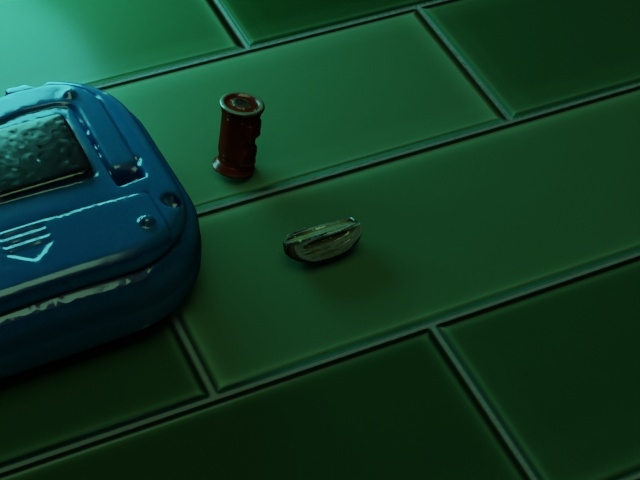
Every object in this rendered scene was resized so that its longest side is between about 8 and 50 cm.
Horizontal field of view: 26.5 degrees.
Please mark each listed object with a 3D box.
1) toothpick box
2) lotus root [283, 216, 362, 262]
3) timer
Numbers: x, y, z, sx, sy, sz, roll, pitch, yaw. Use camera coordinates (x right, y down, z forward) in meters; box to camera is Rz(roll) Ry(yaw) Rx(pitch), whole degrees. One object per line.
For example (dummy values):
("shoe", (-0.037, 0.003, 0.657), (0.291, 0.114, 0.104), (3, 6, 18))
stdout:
("toothpick box", (-0.085, -0.106, 1.400), (0.047, 0.083, 0.047), (7, 36, -5))
("lotus root", (0.000, 0.002, 1.342), (0.083, 0.030, 0.037), (-16, 19, -22))
("timer", (-0.299, -0.017, 1.282), (0.340, 0.115, 0.309), (-19, 48, -20))
